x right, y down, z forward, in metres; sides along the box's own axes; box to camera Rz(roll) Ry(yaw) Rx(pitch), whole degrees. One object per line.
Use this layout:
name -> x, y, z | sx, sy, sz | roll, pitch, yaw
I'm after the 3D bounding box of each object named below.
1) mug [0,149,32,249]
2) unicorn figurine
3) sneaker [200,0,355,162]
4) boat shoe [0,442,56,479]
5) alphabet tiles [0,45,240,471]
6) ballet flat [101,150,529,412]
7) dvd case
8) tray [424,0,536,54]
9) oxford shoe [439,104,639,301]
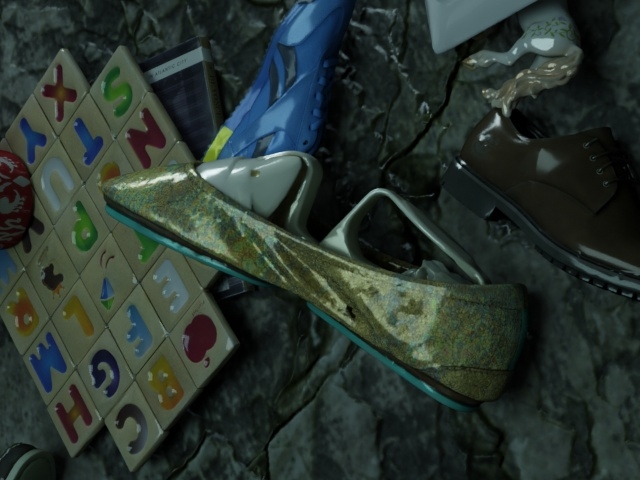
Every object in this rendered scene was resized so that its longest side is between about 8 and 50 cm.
mug -> -0.341, -0.052, 1.443 | 0.113, 0.169, 0.150 | 43, 117, 36
unicorn figurine -> 0.149, -0.166, 1.164 | 0.111, 0.060, 0.162 | -29, 63, 23
sneaker -> -0.014, -0.109, 1.288 | 0.082, 0.069, 0.209 | 38, 110, 18
boat shoe -> -0.304, 0.274, 1.474 | 0.069, 0.081, 0.228 | 31, 109, 30
alphabet tiles -> -0.193, 0.012, 1.425 | 0.285, 0.011, 0.342 | -50, 58, 30
ballet flat -> 0.000, 0.000, 1.214 | 0.348, 0.123, 0.123 | 28, 105, 20
dvd case -> -0.138, -0.044, 1.404 | 0.164, 0.018, 0.221 | -19, 77, 37
tray -> 0.111, -0.278, 1.175 | 0.145, 0.030, 0.270 | -26, 58, 34
oxford shoe -> 0.184, -0.026, 1.117 | 0.227, 0.083, 0.096 | 36, 105, 32
